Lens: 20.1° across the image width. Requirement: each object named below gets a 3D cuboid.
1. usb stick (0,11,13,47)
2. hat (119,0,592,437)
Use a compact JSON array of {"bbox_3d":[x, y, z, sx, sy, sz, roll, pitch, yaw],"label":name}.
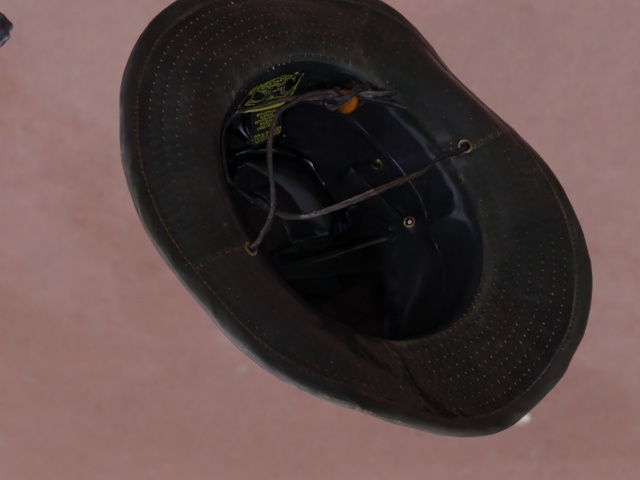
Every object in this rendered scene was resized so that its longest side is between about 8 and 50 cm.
[{"bbox_3d":[-0.448,-0.150,1.982,0.045,0.278,0.077,49,169,-26],"label":"usb stick"},{"bbox_3d":[0.000,0.000,1.140,0.331,0.331,0.134,29,137,-13],"label":"hat"}]
